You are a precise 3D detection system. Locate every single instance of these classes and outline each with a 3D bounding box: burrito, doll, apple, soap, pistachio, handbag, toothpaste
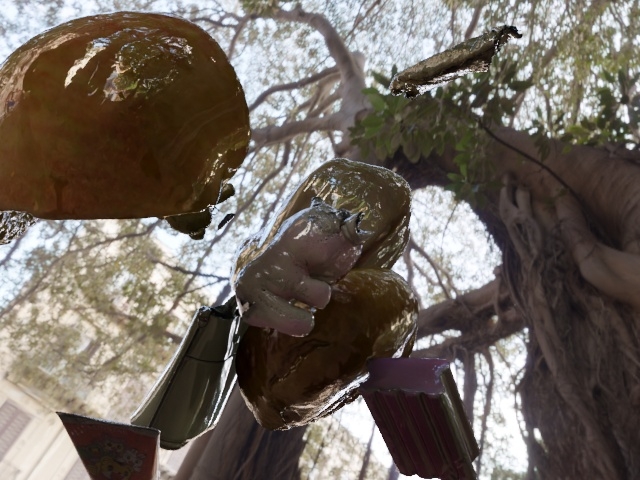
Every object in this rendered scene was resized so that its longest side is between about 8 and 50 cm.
[{"bbox_3d":[0.152,-0.206,0.619,0.171,0.051,0.042,-6,-82,51],"label":"burrito"},{"bbox_3d":[-0.025,0.026,0.627,0.095,0.192,0.149,46,-13,-20],"label":"doll"},{"bbox_3d":[-0.247,-0.126,0.619,0.309,0.314,0.252,6,-33,48],"label":"apple"},{"bbox_3d":[0.144,0.255,0.737,0.122,0.065,0.203,-5,-55,29],"label":"soap"},{"bbox_3d":[0.000,0.000,1.139,0.446,0.365,0.281,-33,-67,9],"label":"pistachio"},{"bbox_3d":[-0.244,-0.096,1.089,0.137,0.209,0.097,25,-28,14],"label":"doll"},{"bbox_3d":[-0.187,0.180,0.893,0.109,0.241,0.315,24,-89,11],"label":"handbag"},{"bbox_3d":[-0.275,-0.055,1.506,0.027,0.019,0.083,10,-38,-39],"label":"toothpaste"},{"bbox_3d":[-0.196,0.230,0.526,0.090,0.057,0.234,10,-46,-1],"label":"toothpaste"}]

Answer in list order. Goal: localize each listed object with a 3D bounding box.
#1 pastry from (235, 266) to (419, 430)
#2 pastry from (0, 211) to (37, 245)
[{"bbox_3d":[0.021,0.183,0.873,0.163,0.356,0.356,58,-37,28],"label":"pastry"},{"bbox_3d":[-0.577,-0.099,0.940,0.132,0.240,0.235,12,-75,5],"label":"pastry"}]
